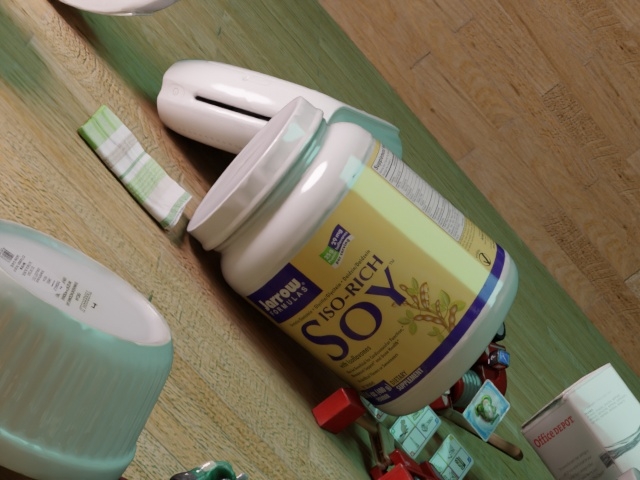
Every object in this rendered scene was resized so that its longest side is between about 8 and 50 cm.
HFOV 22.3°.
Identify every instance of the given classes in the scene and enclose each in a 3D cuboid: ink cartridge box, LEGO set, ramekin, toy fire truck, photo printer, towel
[{"bbox_3d":[0.377,0.288,2.109,0.218,0.092,0.158,53,-27,10],"label":"ink cartridge box"},{"bbox_3d":[0.150,0.192,2.088,0.182,0.060,0.244,49,49,-9],"label":"LEGO set"},{"bbox_3d":[-0.202,0.073,1.154,0.207,0.109,0.207,31,10,-6],"label":"ramekin"},{"bbox_3d":[0.077,0.249,1.869,0.192,0.047,0.135,32,22,-56],"label":"toy fire truck"},{"bbox_3d":[-0.054,-0.150,2.113,0.256,0.107,0.307,18,3,20],"label":"photo printer"},{"bbox_3d":[-0.208,-0.085,1.840,0.152,0.023,0.113,49,13,-10],"label":"towel"},{"bbox_3d":[0.201,0.202,2.243,0.217,0.158,0.246,20,54,-56],"label":"toy fire truck"}]

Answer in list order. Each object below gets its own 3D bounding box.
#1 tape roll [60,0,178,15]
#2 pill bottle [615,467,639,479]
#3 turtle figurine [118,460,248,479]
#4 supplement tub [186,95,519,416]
[{"bbox_3d":[-0.250,-0.421,2.010,0.286,0.286,0.100,52,13,0],"label":"tape roll"},{"bbox_3d":[0.321,0.375,1.982,0.121,0.216,0.121,48,14,-16],"label":"pill bottle"},{"bbox_3d":[-0.124,0.239,1.121,0.234,0.118,0.175,17,77,-80],"label":"turtle figurine"},{"bbox_3d":[0.037,0.016,1.872,0.331,0.241,0.241,40,16,-10],"label":"supplement tub"}]
